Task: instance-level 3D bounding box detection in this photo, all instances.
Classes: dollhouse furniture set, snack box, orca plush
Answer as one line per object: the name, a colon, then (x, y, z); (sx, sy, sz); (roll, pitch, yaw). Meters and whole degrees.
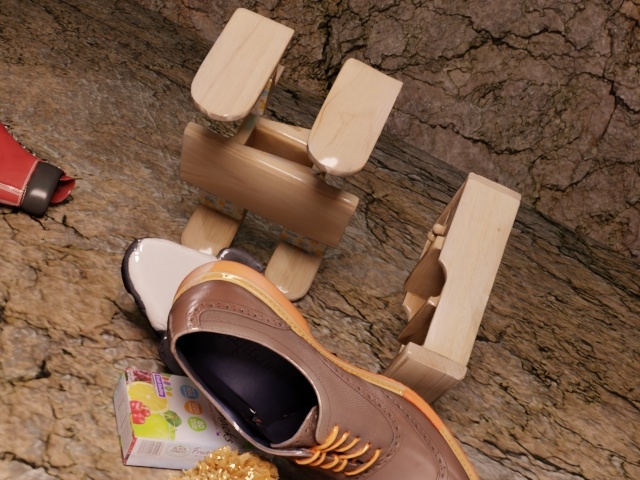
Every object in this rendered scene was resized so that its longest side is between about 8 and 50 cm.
dollhouse furniture set: (0.000, 0.000, 0.972); (0.394, 0.362, 0.256); (24, 62, 0)
snack box: (-0.122, 0.174, 0.778); (0.141, 0.037, 0.100); (14, 24, -27)
orca plush: (-0.107, 0.093, 0.907); (0.287, 0.151, 0.102); (23, -19, -27)

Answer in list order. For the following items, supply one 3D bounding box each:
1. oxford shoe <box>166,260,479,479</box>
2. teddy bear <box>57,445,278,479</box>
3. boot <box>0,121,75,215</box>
oxford shoe: (0.004, 0.174, 0.724); (0.363, 0.130, 0.133); (38, 15, -10)
teddy bear: (-0.088, 0.235, 0.570); (0.245, 0.113, 0.338); (36, 23, 34)
boot: (-0.425, -0.120, 1.102); (0.176, 0.088, 0.244); (14, 31, -25)
